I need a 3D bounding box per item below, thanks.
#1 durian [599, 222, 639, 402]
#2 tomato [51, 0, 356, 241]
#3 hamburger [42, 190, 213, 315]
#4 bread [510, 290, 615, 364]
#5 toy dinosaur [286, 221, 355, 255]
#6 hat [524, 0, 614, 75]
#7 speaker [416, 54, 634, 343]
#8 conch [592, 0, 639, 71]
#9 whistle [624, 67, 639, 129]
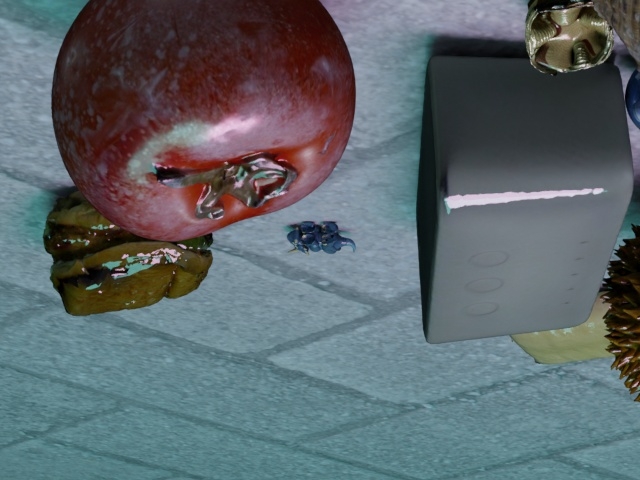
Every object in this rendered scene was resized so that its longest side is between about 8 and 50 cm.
[{"bbox_3d":[0.490,0.081,1.747,0.384,0.348,0.347,-20,149,26],"label":"durian"},{"bbox_3d":[-0.106,-0.135,1.451,0.270,0.227,0.270,-18,157,-8],"label":"tomato"},{"bbox_3d":[-0.233,0.028,1.995,0.206,0.130,0.183,7,160,-12],"label":"hamburger"},{"bbox_3d":[0.345,0.116,2.185,0.178,0.060,0.139,-11,153,32],"label":"bread"},{"bbox_3d":[0.000,0.000,2.006,0.083,0.031,0.047,0,158,11],"label":"toy dinosaur"},{"bbox_3d":[0.219,-0.192,1.474,0.077,0.059,0.076,-8,122,5],"label":"hat"},{"bbox_3d":[0.197,-0.036,1.702,0.184,0.183,0.406,-2,157,0],"label":"speaker"},{"bbox_3d":[0.304,-0.193,1.348,0.245,0.163,0.178,19,166,7],"label":"conch"},{"bbox_3d":[0.340,-0.141,1.569,0.090,0.090,0.158,-21,-174,46],"label":"whistle"}]
